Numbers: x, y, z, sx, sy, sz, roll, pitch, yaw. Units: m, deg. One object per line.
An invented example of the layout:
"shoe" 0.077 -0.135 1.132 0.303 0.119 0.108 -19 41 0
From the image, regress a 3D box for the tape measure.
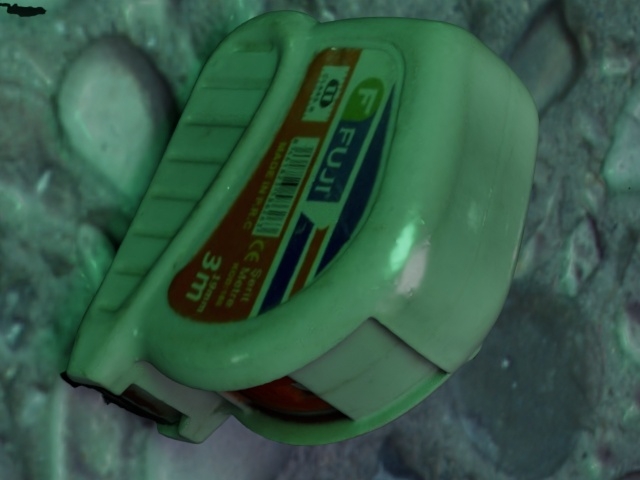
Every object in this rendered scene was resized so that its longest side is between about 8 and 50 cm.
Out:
"tape measure" -0.001 0.000 1.051 0.125 0.246 0.243 37 69 -43
